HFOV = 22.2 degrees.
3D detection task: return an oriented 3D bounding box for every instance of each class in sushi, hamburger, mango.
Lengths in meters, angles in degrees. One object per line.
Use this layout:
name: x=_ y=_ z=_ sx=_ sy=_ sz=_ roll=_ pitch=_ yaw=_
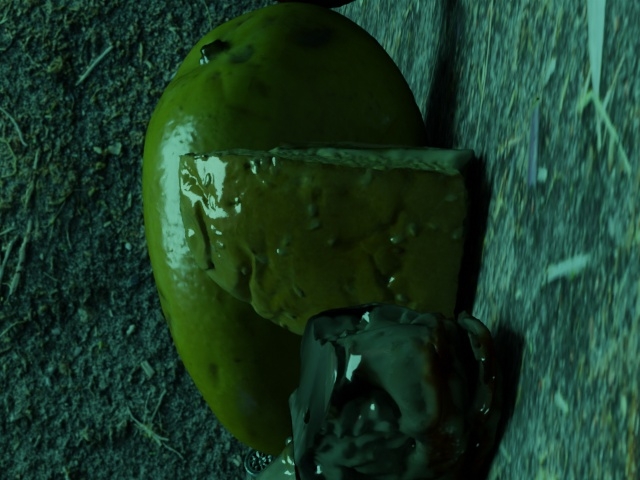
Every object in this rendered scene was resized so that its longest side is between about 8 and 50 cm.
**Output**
sushi: x=0.028 y=0.144 z=1.054 sx=0.332 sy=0.130 sz=0.124 roll=103 pitch=171 yaw=-46
hamburger: x=0.000 y=0.000 z=1.122 sx=0.135 sy=0.208 sz=0.155 roll=-167 pitch=85 yaw=-83
mango: x=-0.026 y=-0.006 z=1.298 sx=0.182 sy=0.253 sz=0.365 roll=3 pitch=95 yaw=46

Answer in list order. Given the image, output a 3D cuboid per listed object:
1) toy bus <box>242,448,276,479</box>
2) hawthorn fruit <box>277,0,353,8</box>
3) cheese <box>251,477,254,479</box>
toy bus: x=-0.005 y=0.167 z=1.488 sx=0.091 sy=0.103 sz=0.182 roll=56 pitch=-150 yaw=-50
hawthorn fruit: x=0.003 y=-0.372 z=1.309 sx=0.285 sy=0.285 sz=0.369 roll=107 pitch=177 yaw=-62
cheese: x=-0.033 y=0.301 z=1.705 sx=0.202 sy=0.091 sz=0.175 roll=-99 pitch=16 yaw=-76
